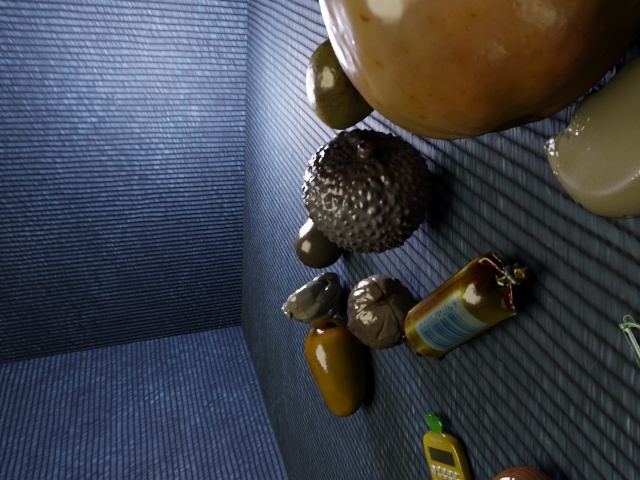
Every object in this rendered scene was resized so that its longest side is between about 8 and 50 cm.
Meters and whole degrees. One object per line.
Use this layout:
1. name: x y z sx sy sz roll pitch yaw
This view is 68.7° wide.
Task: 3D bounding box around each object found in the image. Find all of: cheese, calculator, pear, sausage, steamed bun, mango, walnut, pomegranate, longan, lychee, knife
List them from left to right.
1. steamed bun: -0.011 0.210 1.558 0.144 0.211 0.218 54 152 8
2. longan: 0.000 0.000 1.502 0.167 0.168 0.187 137 137 -66
3. mango: 0.053 0.397 1.459 0.211 0.173 0.317 165 92 -70
4. pear: 0.059 -0.395 1.171 0.211 0.188 0.228 -135 42 -78
5. lychee: 0.098 -0.098 1.023 0.300 0.300 0.299 174 90 -70
6. walnut: 0.144 0.184 1.160 0.230 0.178 0.178 111 147 -62
7. calculator: 0.285 0.507 1.046 0.146 0.032 0.234 140 121 -66
8. sausage: 0.272 0.113 0.859 0.317 0.117 0.125 121 163 -55
9. pomegranate: 0.186 -0.328 0.570 0.411 0.412 0.411 174 90 -70
10. cheese: 0.373 -0.126 0.541 0.202 0.091 0.175 111 148 -48
11. knife: 0.430 0.107 0.545 0.166 0.023 0.078 122 131 -62

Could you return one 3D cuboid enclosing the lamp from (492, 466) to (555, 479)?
1. lamp: 0.332 0.435 0.747 0.136 0.136 0.136 174 90 -70
